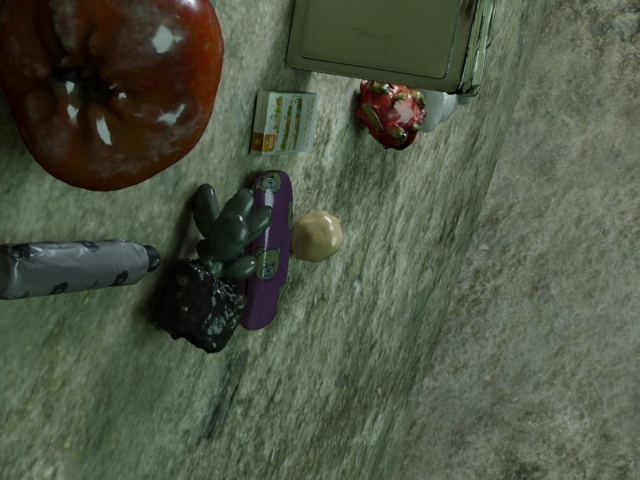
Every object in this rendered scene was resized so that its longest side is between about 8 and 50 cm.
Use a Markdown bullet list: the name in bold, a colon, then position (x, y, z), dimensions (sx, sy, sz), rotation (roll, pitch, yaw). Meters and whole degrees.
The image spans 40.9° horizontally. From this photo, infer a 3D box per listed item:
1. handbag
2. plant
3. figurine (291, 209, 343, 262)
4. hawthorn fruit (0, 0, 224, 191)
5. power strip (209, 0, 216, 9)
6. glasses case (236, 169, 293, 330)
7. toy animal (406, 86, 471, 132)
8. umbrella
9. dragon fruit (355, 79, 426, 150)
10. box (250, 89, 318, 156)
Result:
- **handbag**: position (0.135, -0.412, 1.609), dimensions (0.160, 0.359, 0.236), rotation (-19, 120, -62)
- **plant**: position (-0.172, 0.044, 1.419), dimensions (0.149, 0.146, 0.274), rotation (-16, -127, 65)
- **figurine**: position (0.000, 0.000, 1.875), dimensions (0.196, 0.114, 0.108), rotation (40, 41, -77)
- **hawthorn fruit**: position (-0.234, -0.205, 0.990), dimensions (0.284, 0.284, 0.284), rotation (-45, 142, -51)
- **power strip**: position (-0.184, -0.363, 1.325), dimensions (0.055, 0.035, 0.083), rotation (-1, 91, -67)
- **glasses case**: position (-0.107, 0.020, 1.650), dimensions (0.123, 0.076, 0.316), rotation (-26, 126, -62)
- **toy animal**: position (0.271, -0.427, 2.127), dimensions (0.271, 0.206, 0.265), rotation (-66, 159, -18)
- **umbrella**: position (-0.324, 0.034, 1.164), dimensions (0.337, 0.067, 0.073), rotation (-3, 117, -68)
- **dragon fruit**: position (0.158, -0.305, 1.990), dimensions (0.160, 0.166, 0.172), rotation (-42, 125, 14)
- **box**: position (-0.066, -0.228, 1.666), dimensions (0.220, 0.032, 0.122), rotation (-19, 121, -65)
